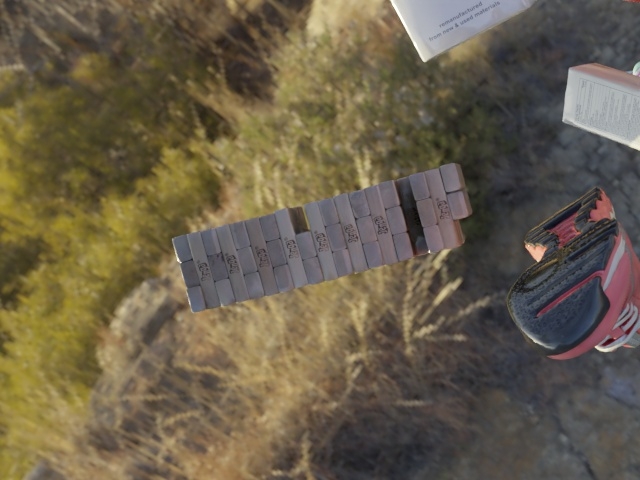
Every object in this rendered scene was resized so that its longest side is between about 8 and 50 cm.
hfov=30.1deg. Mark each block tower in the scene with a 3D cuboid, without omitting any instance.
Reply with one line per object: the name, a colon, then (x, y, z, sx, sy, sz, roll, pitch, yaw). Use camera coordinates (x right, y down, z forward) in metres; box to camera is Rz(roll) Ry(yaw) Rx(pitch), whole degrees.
block tower: (0.000, 0.000, 1.319, 0.336, 0.091, 0.097, -15, -1, 11)

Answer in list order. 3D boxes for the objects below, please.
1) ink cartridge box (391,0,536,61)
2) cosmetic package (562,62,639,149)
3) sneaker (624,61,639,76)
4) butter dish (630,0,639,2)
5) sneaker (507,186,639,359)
ink cartridge box: (0.142, -0.461, 1.573, 0.160, 0.384, 0.279, -25, 9, 26)
cosmetic package: (0.293, -0.130, 1.155, 0.115, 0.041, 0.060, 32, 128, 46)
sneaker: (0.381, -0.172, 1.451, 0.098, 0.038, 0.069, -34, 69, 44)
butter dish: (0.315, -0.284, 1.137, 0.118, 0.160, 0.159, 134, 128, -63)
sneaker: (0.264, 0.050, 1.099, 0.116, 0.136, 0.314, -36, 5, 22)
